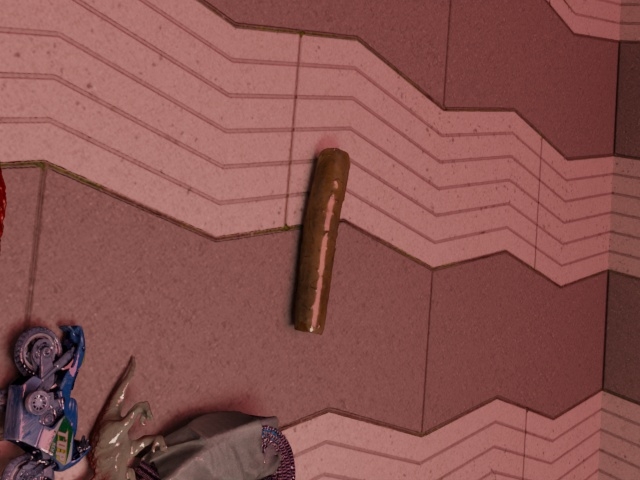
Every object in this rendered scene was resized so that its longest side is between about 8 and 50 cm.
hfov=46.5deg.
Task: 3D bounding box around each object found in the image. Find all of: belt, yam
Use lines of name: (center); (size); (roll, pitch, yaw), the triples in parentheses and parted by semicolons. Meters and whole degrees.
belt: (-0.186, 0.433, 1.274); (0.324, 0.122, 0.260); (-6, 101, -42)
yam: (0.000, 0.000, 1.488); (0.083, 0.083, 0.372); (19, 75, -44)

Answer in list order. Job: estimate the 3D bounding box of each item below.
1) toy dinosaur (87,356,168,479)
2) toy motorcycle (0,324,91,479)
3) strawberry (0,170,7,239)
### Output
toy dinosaur: (-0.329, 0.306, 1.171); (0.053, 0.167, 0.242); (86, -6, -71)
toy motorcycle: (-0.393, 0.248, 1.084); (0.135, 0.092, 0.255); (19, 67, -53)
strawberry: (-0.494, -0.030, 0.884); (0.257, 0.257, 0.277); (-29, 125, -42)
